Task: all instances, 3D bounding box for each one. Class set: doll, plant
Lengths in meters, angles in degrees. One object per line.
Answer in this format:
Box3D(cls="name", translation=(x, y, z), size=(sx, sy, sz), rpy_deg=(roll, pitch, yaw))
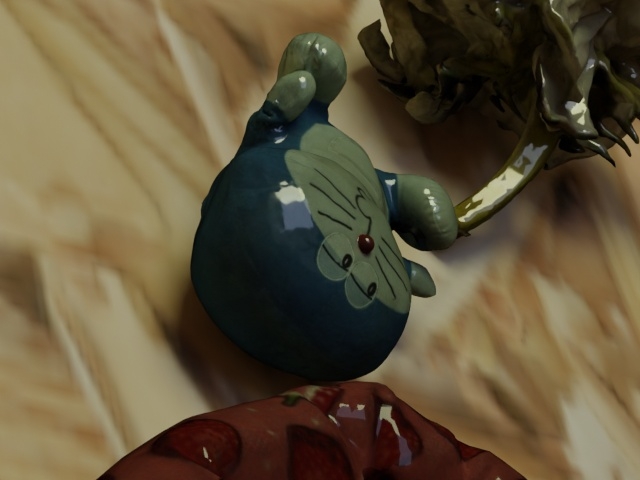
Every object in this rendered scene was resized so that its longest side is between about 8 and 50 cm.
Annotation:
Box3D(cls="doll", translation=(0.000, 0.000, 0.492), size=(0.076, 0.050, 0.083), rpy_deg=(47, 28, -21))
Box3D(cls="plant", translation=(0.069, -0.050, 0.584), size=(0.116, 0.104, 0.122), rpy_deg=(11, 63, -3))

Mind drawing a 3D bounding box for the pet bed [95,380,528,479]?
Box3D(cls="pet bed", translation=(0.023, 0.112, 0.382), size=(0.201, 0.053, 0.201), rpy_deg=(30, 32, -22))
